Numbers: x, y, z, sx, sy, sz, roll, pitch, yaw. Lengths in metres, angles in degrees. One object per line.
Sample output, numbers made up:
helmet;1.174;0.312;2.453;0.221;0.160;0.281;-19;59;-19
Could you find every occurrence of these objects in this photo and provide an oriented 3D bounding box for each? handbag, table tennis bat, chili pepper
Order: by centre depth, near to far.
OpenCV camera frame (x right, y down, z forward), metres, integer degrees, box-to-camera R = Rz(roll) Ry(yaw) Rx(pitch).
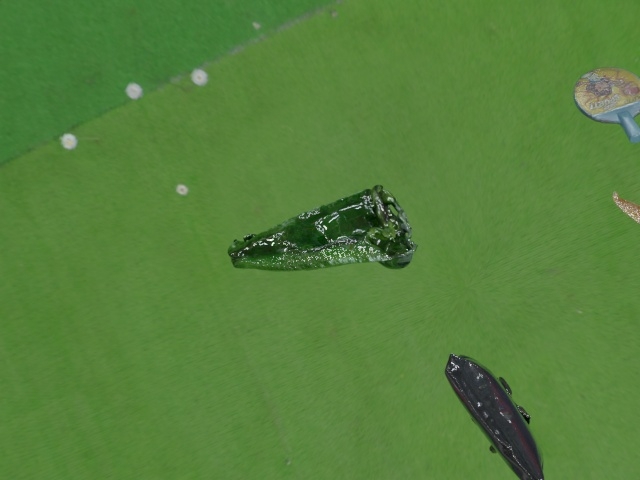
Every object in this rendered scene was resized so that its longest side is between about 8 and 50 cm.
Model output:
chili pepper;0.000;-0.002;1.125;0.216;0.108;0.062;-6;127;16
table tennis bat;0.420;-0.195;1.453;0.100;0.019;0.155;-16;49;2
handbag;0.298;0.297;1.703;0.088;0.211;0.254;-35;78;5

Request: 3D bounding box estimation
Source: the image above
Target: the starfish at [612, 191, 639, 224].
starfish;0.659;-0.034;1.794;0.231;0.048;0.295;-37;47;-12
